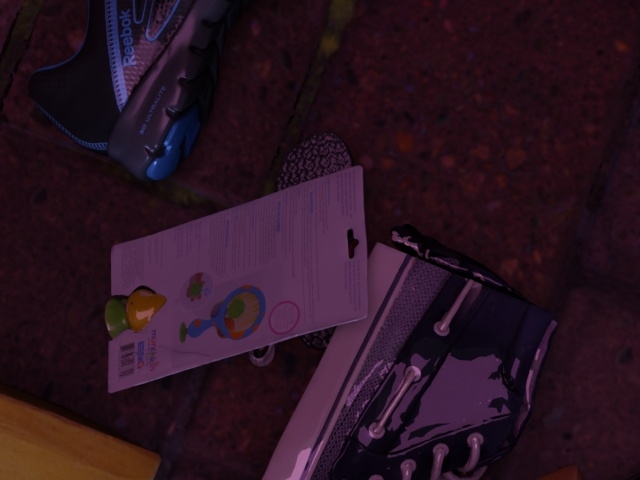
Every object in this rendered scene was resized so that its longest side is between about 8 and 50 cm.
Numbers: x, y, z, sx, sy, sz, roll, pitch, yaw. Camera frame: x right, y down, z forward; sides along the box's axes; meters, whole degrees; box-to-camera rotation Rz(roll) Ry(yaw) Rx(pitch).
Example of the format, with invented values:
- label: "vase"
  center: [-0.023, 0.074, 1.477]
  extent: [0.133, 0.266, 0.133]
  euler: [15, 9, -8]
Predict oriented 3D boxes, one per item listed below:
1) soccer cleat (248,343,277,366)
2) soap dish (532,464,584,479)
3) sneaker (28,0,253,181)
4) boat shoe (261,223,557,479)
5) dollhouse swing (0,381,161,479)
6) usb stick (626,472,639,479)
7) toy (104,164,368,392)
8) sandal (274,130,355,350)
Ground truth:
- label: "soccer cleat"
  center: [-0.043, 0.061, 1.480]
  extent: [0.029, 0.035, 0.083]
  euler: [10, 84, 6]
- label: "soap dish"
  center: [0.146, 0.342, 1.344]
  extent: [0.229, 0.118, 0.291]
  euler: [-25, 102, 6]
- label: "sneaker"
  center: [-0.114, -0.225, 1.477]
  extent: [0.140, 0.125, 0.341]
  euler: [27, 85, 9]
- label: "boat shoe"
  center: [0.061, 0.165, 1.410]
  extent: [0.158, 0.127, 0.340]
  euler: [22, 85, 15]
- label: "dollhouse swing"
  center: [-0.375, 0.253, 1.475]
  extent: [0.315, 0.305, 0.347]
  euler: [26, 84, -34]
- label: "usb stick"
  center: [0.323, 0.181, 1.417]
  extent: [0.278, 0.045, 0.077]
  euler: [-30, 78, -5]
- label: "toy"
  center: [-0.060, 0.040, 1.449]
  extent: [0.237, 0.056, 0.137]
  euler: [-16, 57, 22]
- label: "sandal"
  center: [0.000, 0.000, 1.487]
  extent: [0.067, 0.040, 0.179]
  euler: [-1, 97, 10]
